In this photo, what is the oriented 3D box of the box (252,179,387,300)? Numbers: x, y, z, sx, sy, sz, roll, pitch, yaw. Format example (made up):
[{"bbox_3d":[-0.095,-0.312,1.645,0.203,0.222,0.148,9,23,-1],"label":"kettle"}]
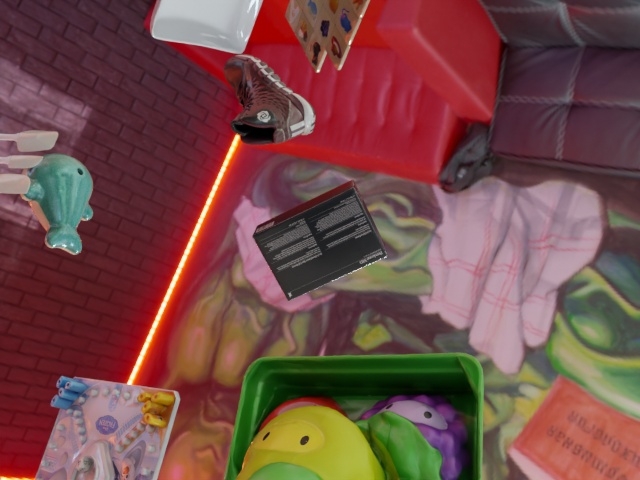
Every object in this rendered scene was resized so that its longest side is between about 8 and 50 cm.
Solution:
[{"bbox_3d":[0.000,0.000,1.511,0.184,0.261,0.103,63,-171,-13],"label":"box"}]

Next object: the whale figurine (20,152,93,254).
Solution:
[{"bbox_3d":[-0.654,-0.103,1.641,0.216,0.141,0.272,30,-145,-57],"label":"whale figurine"}]

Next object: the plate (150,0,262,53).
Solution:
[{"bbox_3d":[-0.180,-0.483,1.142,0.045,0.277,0.278,33,-158,18],"label":"plate"}]

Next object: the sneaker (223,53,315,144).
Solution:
[{"bbox_3d":[-0.157,-0.303,1.406,0.281,0.162,0.106,39,145,25],"label":"sneaker"}]

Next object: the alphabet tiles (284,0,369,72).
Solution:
[{"bbox_3d":[0.014,-0.492,1.158,0.011,0.285,0.342,-11,150,-28],"label":"alphabet tiles"}]

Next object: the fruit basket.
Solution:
[{"bbox_3d":[0.020,0.274,0.825,0.392,0.283,0.392,7,152,4],"label":"fruit basket"}]

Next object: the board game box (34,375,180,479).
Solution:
[{"bbox_3d":[-0.480,0.478,1.302,0.390,0.390,0.050,-4,153,38],"label":"board game box"}]

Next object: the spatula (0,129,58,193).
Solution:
[{"bbox_3d":[-0.665,-0.164,1.302,0.242,0.168,0.019,3,151,14],"label":"spatula"}]
